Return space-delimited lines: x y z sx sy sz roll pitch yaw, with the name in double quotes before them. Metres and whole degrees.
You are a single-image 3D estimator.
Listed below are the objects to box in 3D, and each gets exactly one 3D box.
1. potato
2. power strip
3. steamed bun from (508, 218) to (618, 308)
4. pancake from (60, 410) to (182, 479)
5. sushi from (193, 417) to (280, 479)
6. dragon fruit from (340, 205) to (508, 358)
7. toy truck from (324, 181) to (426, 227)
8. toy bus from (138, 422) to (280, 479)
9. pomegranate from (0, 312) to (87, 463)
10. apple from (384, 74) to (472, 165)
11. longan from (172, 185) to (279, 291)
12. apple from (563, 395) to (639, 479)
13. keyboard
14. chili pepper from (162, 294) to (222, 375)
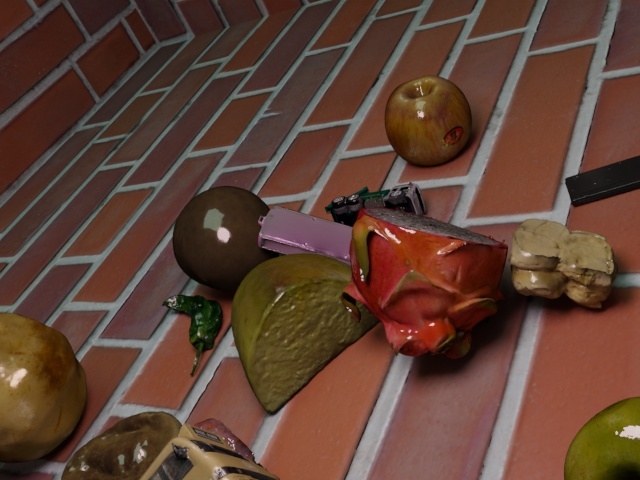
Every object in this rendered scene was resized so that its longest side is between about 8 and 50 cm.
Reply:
"potato" -0.077 0.116 1.514 0.330 0.213 0.280 -38 34 -16
"power strip" 0.000 0.000 1.647 0.278 0.038 0.109 15 44 3
"steamed bun" 0.410 0.041 1.321 0.177 0.106 0.192 11 31 6
"pancake" -0.380 0.444 1.441 0.294 0.049 0.294 -20 35 14
"sushi" -0.182 0.366 1.290 0.107 0.161 0.241 -43 36 -19
"dragon fruit" 0.176 0.078 1.347 0.305 0.226 0.305 11 9 -2
"toy truck" 0.129 -0.072 1.716 0.215 0.110 0.116 -9 26 30
"toy bus" -0.217 0.452 1.078 0.365 0.177 0.202 -52 46 1
"pomegranate" -0.662 0.313 1.597 0.332 0.333 0.333 -20 33 14
"apple" 0.259 -0.289 1.838 0.211 0.188 0.211 -18 37 14
"longan" -0.217 0.001 1.748 0.258 0.258 0.258 -20 33 14
"apple" 0.405 0.288 0.932 0.196 0.197 0.157 0 7 37
"keyboard" 0.642 -0.139 1.492 0.309 0.018 0.101 -17 33 18
"chili pepper" -0.281 0.181 1.719 0.122 0.065 0.279 -39 31 1
